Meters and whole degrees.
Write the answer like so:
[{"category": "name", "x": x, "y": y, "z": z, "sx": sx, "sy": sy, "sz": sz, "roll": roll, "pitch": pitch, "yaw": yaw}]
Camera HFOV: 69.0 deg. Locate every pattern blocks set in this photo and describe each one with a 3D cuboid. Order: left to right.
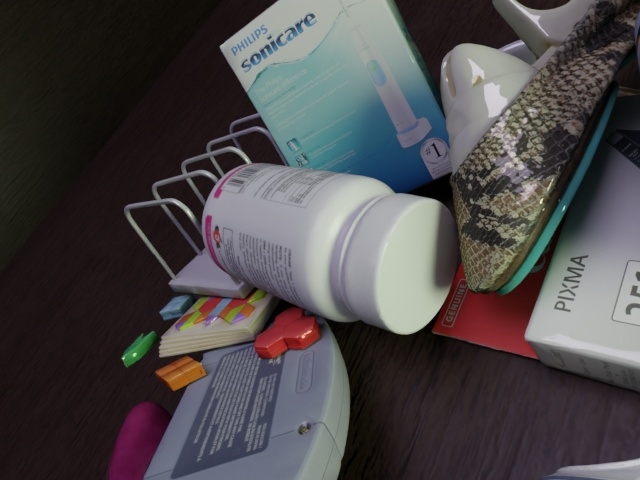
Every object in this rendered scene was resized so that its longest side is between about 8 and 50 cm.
[{"category": "pattern blocks set", "x": -0.135, "y": 0.103, "z": 0.676, "sx": 0.325, "sy": 0.026, "sz": 0.285, "roll": -19, "pitch": 20, "yaw": 16}]

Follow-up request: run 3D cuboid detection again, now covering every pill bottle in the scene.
[{"category": "pill bottle", "x": 0.000, "y": 0.000, "z": 0.542, "sx": 0.283, "sy": 0.160, "sz": 0.160, "roll": 16, "pitch": 68, "yaw": 45}]

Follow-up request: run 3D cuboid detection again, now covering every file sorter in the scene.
[{"category": "file sorter", "x": -0.141, "y": -0.067, "z": 0.759, "sx": 0.193, "sy": 0.173, "sz": 0.278, "roll": -2, "pitch": 38, "yaw": 43}]

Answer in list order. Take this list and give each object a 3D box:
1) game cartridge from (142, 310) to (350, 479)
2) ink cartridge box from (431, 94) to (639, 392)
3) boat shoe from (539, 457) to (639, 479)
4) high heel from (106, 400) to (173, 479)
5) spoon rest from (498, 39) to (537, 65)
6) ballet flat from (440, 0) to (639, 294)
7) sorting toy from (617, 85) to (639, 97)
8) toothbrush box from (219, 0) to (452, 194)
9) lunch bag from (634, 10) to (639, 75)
[{"category": "game cartridge", "x": -0.067, "y": 0.181, "z": 0.505, "sx": 0.198, "sy": 0.062, "sz": 0.297, "roll": -17, "pitch": 18, "yaw": 8}, {"category": "ink cartridge box", "x": 0.266, "y": -0.017, "z": 0.470, "sx": 0.261, "sy": 0.066, "sz": 0.296, "roll": 7, "pitch": 61, "yaw": 46}, {"category": "boat shoe", "x": 0.273, "y": 0.154, "z": 0.294, "sx": 0.258, "sy": 0.095, "sz": 0.084, "roll": -9, "pitch": 45, "yaw": 25}, {"category": "high heel", "x": -0.111, "y": 0.287, "z": 0.486, "sx": 0.181, "sy": 0.127, "sz": 0.377, "roll": -51, "pitch": 50, "yaw": 14}, {"category": "spoon rest", "x": 0.224, "y": -0.174, "z": 0.619, "sx": 0.084, "sy": 0.137, "sz": 0.276, "roll": 5, "pitch": 48, "yaw": 33}, {"category": "ballet flat", "x": 0.231, "y": -0.184, "z": 0.454, "sx": 0.483, "sy": 0.182, "sz": 0.164, "roll": -54, "pitch": -6, "yaw": -1}, {"category": "sorting toy", "x": 0.346, "y": -0.163, "z": 0.573, "sx": 0.062, "sy": 0.012, "sz": 0.083, "roll": -50, "pitch": 40, "yaw": 2}, {"category": "toothbrush box", "x": 0.040, "y": -0.198, "z": 0.649, "sx": 0.216, "sy": 0.295, "sz": 0.126, "roll": -27, "pitch": 14, "yaw": 25}, {"category": "lunch bag", "x": 0.377, "y": -0.099, "z": 0.284, "sx": 0.303, "sy": 0.115, "sz": 0.243, "roll": 1, "pitch": 71, "yaw": 9}]
